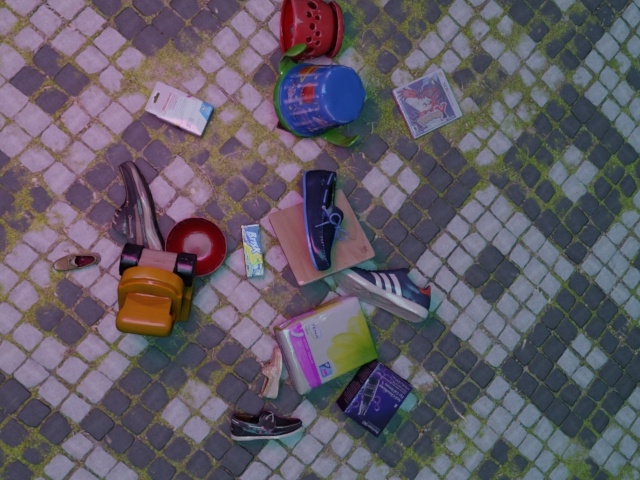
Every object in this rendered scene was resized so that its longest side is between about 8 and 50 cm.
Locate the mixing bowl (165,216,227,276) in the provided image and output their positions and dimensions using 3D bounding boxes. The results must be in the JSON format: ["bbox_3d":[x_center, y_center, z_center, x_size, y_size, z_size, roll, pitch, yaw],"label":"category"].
[{"bbox_3d":[-0.383,0.019,1.532,0.182,0.098,0.181,0,90,-12],"label":"mixing bowl"}]

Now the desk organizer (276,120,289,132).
[{"bbox_3d":[-0.100,-0.424,1.608,0.047,0.050,0.130,18,87,-11],"label":"desk organizer"}]

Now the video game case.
[{"bbox_3d":[0.371,-0.475,1.715,0.201,0.023,0.183,-27,95,-10],"label":"video game case"}]

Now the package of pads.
[{"bbox_3d":[0.017,0.324,1.597,0.297,0.101,0.229,-20,94,-21],"label":"package of pads"}]

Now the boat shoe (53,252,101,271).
[{"bbox_3d":[-0.738,0.063,1.489,0.136,0.045,0.050,-15,93,-11],"label":"boat shoe"}]

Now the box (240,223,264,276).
[{"bbox_3d":[-0.218,0.031,1.587,0.059,0.054,0.168,-7,91,-11],"label":"box"}]

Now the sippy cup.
[{"bbox_3d":[0.010,-0.434,1.506,0.306,0.224,0.239,12,91,-36],"label":"sippy cup"}]

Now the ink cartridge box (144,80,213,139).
[{"bbox_3d":[-0.436,-0.404,1.536,0.181,0.061,0.104,24,86,-11],"label":"ink cartridge box"}]

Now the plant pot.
[{"bbox_3d":[-0.026,-0.668,1.552,0.174,0.191,0.191,-6,92,-16],"label":"plant pot"}]

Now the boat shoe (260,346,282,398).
[{"bbox_3d":[-0.160,0.428,1.598,0.059,0.063,0.169,7,90,-17],"label":"boat shoe"}]

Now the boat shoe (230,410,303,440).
[{"bbox_3d":[-0.171,0.589,1.588,0.233,0.084,0.079,0,91,-8],"label":"boat shoe"}]

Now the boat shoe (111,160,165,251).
[{"bbox_3d":[-0.560,-0.060,1.481,0.130,0.132,0.355,-15,92,-11],"label":"boat shoe"}]

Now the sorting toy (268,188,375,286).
[{"bbox_3d":[0.000,0.000,1.573,0.256,0.089,0.257,-21,69,-12],"label":"sorting toy"}]

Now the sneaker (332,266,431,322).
[{"bbox_3d":[0.209,0.138,1.651,0.350,0.131,0.148,27,64,-5],"label":"sneaker"}]

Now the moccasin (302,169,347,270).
[{"bbox_3d":[0.013,-0.078,1.480,0.117,0.137,0.341,-8,67,6],"label":"moccasin"}]

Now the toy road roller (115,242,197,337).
[{"bbox_3d":[-0.472,0.179,1.381,0.203,0.329,0.240,11,51,-11],"label":"toy road roller"}]

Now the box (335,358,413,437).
[{"bbox_3d":[0.177,0.515,1.643,0.153,0.108,0.207,37,83,-10],"label":"box"}]
